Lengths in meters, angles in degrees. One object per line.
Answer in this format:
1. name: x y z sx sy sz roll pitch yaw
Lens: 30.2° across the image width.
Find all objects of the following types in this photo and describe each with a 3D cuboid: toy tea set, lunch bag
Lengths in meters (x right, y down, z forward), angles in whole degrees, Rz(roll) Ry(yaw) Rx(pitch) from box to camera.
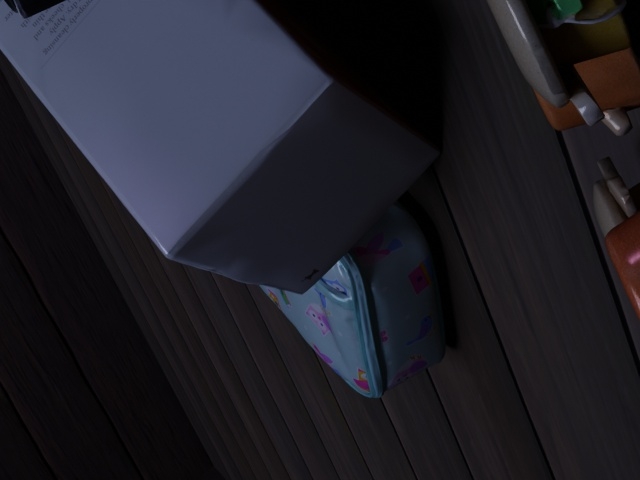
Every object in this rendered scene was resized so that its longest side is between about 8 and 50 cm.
1. toy tea set: 0.161 -0.092 0.564 0.336 0.124 0.200 61 -166 -18
2. lunch bag: 0.000 0.000 1.145 0.279 0.108 0.224 45 159 40

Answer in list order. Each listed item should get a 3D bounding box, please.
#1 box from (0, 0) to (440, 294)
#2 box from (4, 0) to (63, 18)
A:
1. box: -0.105 -0.145 0.923 0.345 0.168 0.215 49 -168 24
2. box: -0.013 -0.248 0.378 0.076 0.307 0.242 48 161 46
